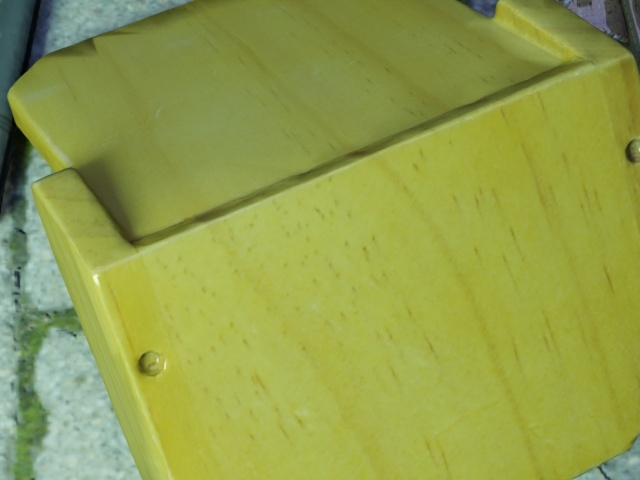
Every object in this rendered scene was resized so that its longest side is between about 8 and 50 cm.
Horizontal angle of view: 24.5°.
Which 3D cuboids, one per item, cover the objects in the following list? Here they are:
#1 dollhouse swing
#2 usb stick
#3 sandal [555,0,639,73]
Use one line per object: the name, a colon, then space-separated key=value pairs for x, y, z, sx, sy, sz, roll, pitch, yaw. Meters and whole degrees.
dollhouse swing: x=0.000 y=0.000 z=0.975 sx=0.347 sy=0.305 sz=0.315 roll=-24 pitch=109 yaw=-17
usb stick: x=-0.241 y=-0.129 z=1.029 sx=0.077 sy=0.045 sz=0.278 roll=6 pitch=61 yaw=-2
sandal: x=0.184 y=-0.150 z=1.058 sx=0.079 sy=0.088 sz=0.240 roll=-17 pitch=70 yaw=-20
